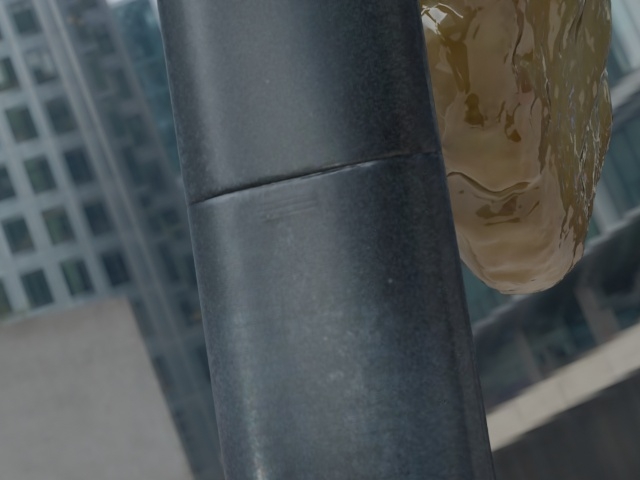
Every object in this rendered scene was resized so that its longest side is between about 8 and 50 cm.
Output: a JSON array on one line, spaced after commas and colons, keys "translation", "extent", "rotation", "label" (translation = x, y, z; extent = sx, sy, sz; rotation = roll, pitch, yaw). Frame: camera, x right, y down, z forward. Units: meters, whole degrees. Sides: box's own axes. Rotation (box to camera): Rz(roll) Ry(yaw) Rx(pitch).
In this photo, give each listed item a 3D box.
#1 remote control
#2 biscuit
[{"translation": [0.000, 0.000, 0.616], "extent": [0.107, 0.377, 0.044], "rotation": [-12, -7, 26], "label": "remote control"}, {"translation": [0.106, -0.193, 0.938], "extent": [0.104, 0.429, 0.446], "rotation": [-2, 19, 13], "label": "biscuit"}]
